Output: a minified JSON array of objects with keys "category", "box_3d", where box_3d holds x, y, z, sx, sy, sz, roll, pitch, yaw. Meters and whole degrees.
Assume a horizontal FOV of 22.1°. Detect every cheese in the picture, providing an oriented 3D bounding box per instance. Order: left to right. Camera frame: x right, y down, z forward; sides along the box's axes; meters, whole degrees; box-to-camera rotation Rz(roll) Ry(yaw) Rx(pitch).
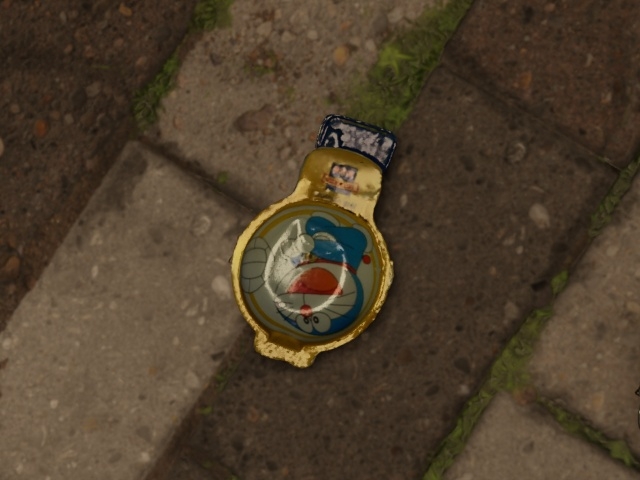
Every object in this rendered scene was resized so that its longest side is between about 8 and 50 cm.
[{"category":"cheese","box_3d":[0.000,0.000,1.743,0.177,0.069,0.270,18,83,14]}]

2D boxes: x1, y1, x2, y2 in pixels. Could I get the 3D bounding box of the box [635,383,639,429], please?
[{"category":"box","box_3d":[0.434,0.153,1.597,0.243,0.135,0.163,15,84,13]}]
